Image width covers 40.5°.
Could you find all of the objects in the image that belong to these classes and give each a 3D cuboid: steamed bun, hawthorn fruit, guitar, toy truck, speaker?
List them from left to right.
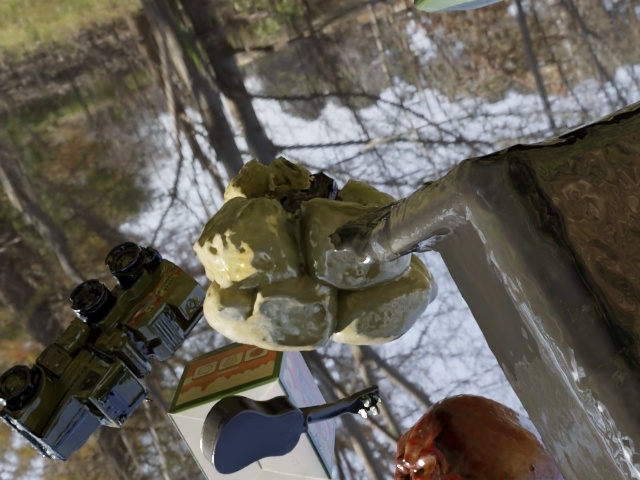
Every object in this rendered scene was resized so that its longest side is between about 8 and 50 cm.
[{"bbox_3d":[-0.241,0.135,1.000,0.127,0.127,0.257,24,-117,36],"label":"toy truck"},{"bbox_3d":[-0.018,0.211,1.019,0.271,0.084,0.038,-2,-155,-41],"label":"guitar"},{"bbox_3d":[0.000,0.000,0.665,0.192,0.106,0.177,8,-156,-1],"label":"steamed bun"},{"bbox_3d":[0.253,0.343,1.226,0.300,0.254,0.254,5,-173,-23],"label":"hawthorn fruit"},{"bbox_3d":[0.175,0.094,0.407,0.180,0.388,0.184,-21,161,-24],"label":"speaker"}]

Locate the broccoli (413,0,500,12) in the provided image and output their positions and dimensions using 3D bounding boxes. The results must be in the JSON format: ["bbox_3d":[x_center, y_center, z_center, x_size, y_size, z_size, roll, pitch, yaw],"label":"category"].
[{"bbox_3d":[0.107,-0.323,0.601,0.297,0.297,0.297,-8,-175,1],"label":"broccoli"}]

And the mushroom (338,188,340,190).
[{"bbox_3d":[-0.014,-0.009,1.139,0.285,0.151,0.156,-10,-118,59],"label":"mushroom"}]

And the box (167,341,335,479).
[{"bbox_3d":[-0.094,0.263,1.290,0.177,0.195,0.148,-20,-158,12],"label":"box"}]
